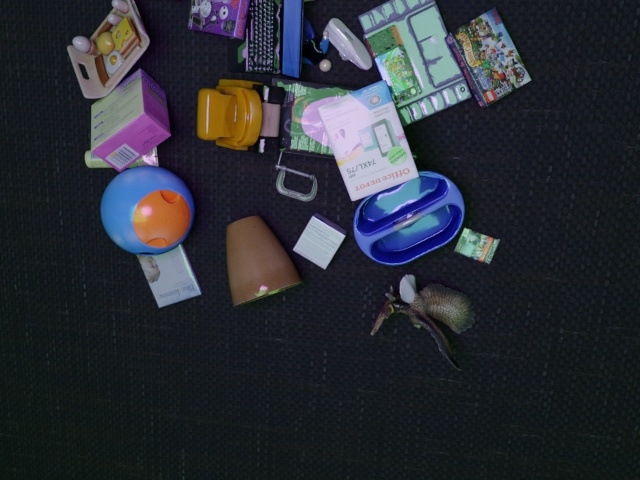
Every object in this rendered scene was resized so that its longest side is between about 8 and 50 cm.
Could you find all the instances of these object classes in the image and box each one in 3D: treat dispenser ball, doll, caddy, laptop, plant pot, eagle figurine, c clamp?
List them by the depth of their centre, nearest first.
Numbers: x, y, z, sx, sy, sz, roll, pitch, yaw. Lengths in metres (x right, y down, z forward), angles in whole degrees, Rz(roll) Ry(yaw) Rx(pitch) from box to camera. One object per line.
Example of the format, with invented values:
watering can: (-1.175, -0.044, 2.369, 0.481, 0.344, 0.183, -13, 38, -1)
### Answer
laptop: (-0.168, -0.610, 1.586, 0.264, 0.136, 0.234, 7, 112, 8)
doll: (-0.026, -0.600, 1.624, 0.129, 0.046, 0.189, -27, 100, 34)
caddy: (0.267, -0.072, 1.634, 0.341, 0.179, 0.241, -28, 98, 14)
eagle figurine: (0.344, 0.246, 1.697, 0.298, 0.225, 0.226, 21, 95, 15)
treat dispenser ball: (-0.547, -0.094, 1.701, 0.288, 0.288, 0.288, 2, 103, 9)
plant pot: (-0.209, 0.057, 1.734, 0.237, 0.237, 0.254, -21, 83, 13)
c clamp: (-0.079, -0.203, 1.739, 0.161, 0.022, 0.137, 23, 105, 4)

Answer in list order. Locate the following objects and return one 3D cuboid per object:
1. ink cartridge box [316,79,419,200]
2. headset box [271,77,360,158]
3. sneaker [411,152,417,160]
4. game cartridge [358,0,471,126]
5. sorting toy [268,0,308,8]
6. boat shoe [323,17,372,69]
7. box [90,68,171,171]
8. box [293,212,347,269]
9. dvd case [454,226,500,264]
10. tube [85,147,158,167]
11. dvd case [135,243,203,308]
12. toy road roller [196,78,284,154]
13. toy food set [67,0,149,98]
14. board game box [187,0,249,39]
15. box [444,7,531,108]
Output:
ink cartridge box: (0.136, -0.278, 1.486, 0.198, 0.197, 0.270, -20, 100, 11)
headset box: (-0.036, -0.376, 1.647, 0.293, 0.110, 0.218, 8, 104, 7)
sneaker: (0.261, -0.258, 1.666, 0.083, 0.035, 0.031, 0, 103, 9)
game cartridge: (0.277, -0.544, 1.589, 0.230, 0.068, 0.355, -23, 98, 9)
sorting toy: (-0.041, -0.832, 1.580, 0.307, 0.041, 0.229, -8, 101, 11)
boat shoe: (0.080, -0.581, 1.612, 0.184, 0.066, 0.063, 45, 138, -8)
box: (-0.594, -0.375, 1.664, 0.213, 0.243, 0.117, -31, 140, 14)
box: (0.000, 0.000, 1.747, 0.126, 0.072, 0.137, 31, 106, 1)
dvd case: (0.499, 0.017, 1.703, 0.119, 0.013, 0.087, 20, 105, 3)
tube: (-0.666, -0.279, 1.802, 0.240, 0.062, 0.070, -3, 146, 5)
dvd case: (-0.541, 0.104, 1.883, 0.180, 0.022, 0.253, -19, 99, 12)
toy road roller: (-0.269, -0.369, 1.559, 0.329, 0.240, 0.202, 23, 111, 50)
toy food set: (-0.659, -0.615, 1.636, 0.306, 0.092, 0.219, -36, 69, 27)
board game box: (-0.286, -0.792, 1.584, 0.208, 0.056, 0.347, 19, 106, 26)
box: (0.483, -0.523, 1.537, 0.159, 0.044, 0.233, -31, 98, -7)
